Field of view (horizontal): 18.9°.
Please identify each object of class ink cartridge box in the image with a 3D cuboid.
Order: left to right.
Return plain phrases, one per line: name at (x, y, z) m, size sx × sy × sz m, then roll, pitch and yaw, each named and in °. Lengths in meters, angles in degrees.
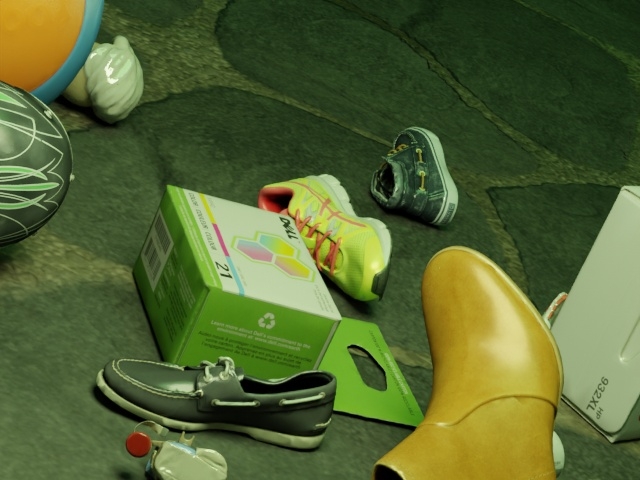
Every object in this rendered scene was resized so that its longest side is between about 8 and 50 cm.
ink cartridge box at (-0.022, 0.060, 1.720) m, size 0.255 × 0.097 × 0.189 m, roll 14°, pitch 24°, yaw -23°
ink cartridge box at (0.389, 0.068, 1.942) m, size 0.307 × 0.223 × 0.129 m, roll -1°, pitch 33°, yaw -45°

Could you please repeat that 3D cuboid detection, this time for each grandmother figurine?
grandmother figurine at (-0.339, -0.231, 2.051) m, size 0.342 × 0.104 × 0.208 m, roll 30°, pitch 9°, yaw 8°

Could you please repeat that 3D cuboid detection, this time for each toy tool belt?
toy tool belt at (-0.111, 0.171, 1.464) m, size 0.083 × 0.052 × 0.051 m, roll 26°, pitch -9°, yaw -3°

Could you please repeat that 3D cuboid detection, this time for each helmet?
helmet at (-0.302, -0.066, 1.637) m, size 0.169 × 0.169 × 0.161 m, roll 3°, pitch 15°, yaw -41°

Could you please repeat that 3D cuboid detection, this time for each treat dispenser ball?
treat dispenser ball at (-0.348, -0.239, 1.804) m, size 0.288 × 0.288 × 0.288 m, roll 20°, pitch 23°, yaw -9°

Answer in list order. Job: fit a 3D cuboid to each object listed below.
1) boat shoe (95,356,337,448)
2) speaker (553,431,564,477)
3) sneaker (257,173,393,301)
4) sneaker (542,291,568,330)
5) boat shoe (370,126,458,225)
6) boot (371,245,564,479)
boat shoe at (-0.081, 0.117, 1.576) m, size 0.206 × 0.065 × 0.075 m, roll 14°, pitch 24°, yaw -23°
speaker at (0.147, 0.190, 1.657) m, size 0.136 × 0.055 × 0.055 m, roll 1°, pitch 32°, yaw -42°
sneaker at (0.000, 0.000, 1.914) m, size 0.094 × 0.081 × 0.208 m, roll 2°, pitch 24°, yaw -29°
sneaker at (0.265, 0.092, 1.986) m, size 0.065 × 0.061 × 0.158 m, roll 38°, pitch 26°, yaw 16°
boat shoe at (0.096, -0.086, 2.195) m, size 0.083 × 0.065 × 0.183 m, roll 16°, pitch 25°, yaw -22°
boot at (0.109, 0.148, 1.527) m, size 0.211 × 0.104 × 0.295 m, roll -10°, pitch 72°, yaw -49°
